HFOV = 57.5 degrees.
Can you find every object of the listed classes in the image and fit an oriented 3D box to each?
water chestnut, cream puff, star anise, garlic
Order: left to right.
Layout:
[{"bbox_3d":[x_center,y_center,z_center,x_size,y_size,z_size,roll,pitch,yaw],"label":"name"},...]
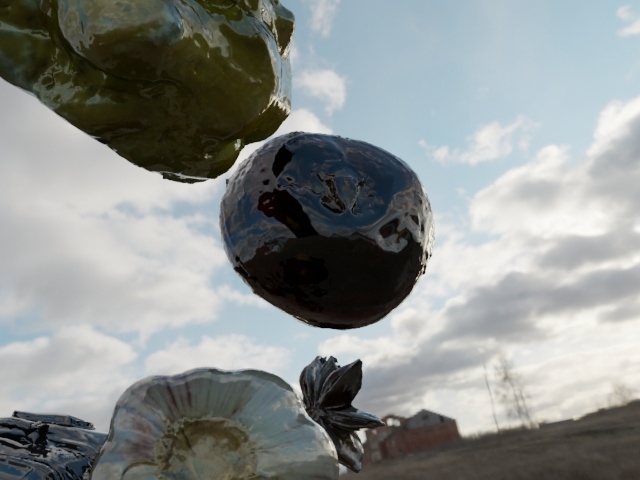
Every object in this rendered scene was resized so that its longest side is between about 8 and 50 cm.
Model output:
[{"bbox_3d":[-0.166,-0.245,0.563,0.275,0.378,0.378,-51,-32,7],"label":"cream puff"},{"bbox_3d":[-0.106,0.271,0.620,0.245,0.245,0.253,-8,-38,-8],"label":"garlic"},{"bbox_3d":[0.000,0.000,0.918,0.351,0.350,0.302,-3,-42,-19],"label":"water chestnut"},{"bbox_3d":[0.023,0.309,1.078,0.093,0.236,0.229,13,-63,-36],"label":"star anise"}]

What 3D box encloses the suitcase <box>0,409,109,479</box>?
[{"bbox_3d":[-0.385,0.392,0.750,0.346,0.338,0.188,-4,-4,30],"label":"suitcase"}]
